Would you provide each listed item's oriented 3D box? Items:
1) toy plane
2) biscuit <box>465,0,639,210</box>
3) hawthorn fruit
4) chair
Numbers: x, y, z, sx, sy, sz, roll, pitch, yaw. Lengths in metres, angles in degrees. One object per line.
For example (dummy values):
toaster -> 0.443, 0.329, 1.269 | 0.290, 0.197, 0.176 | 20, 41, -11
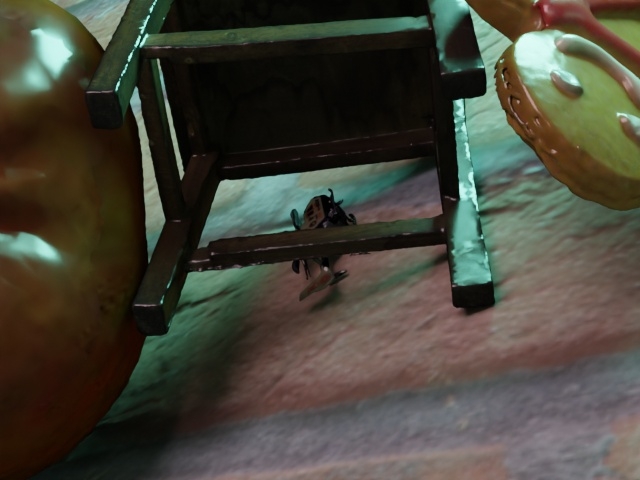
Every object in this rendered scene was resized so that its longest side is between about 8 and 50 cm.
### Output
toy plane -> 0.000, 0.000, 1.113 | 0.049, 0.031, 0.121 | -33, 28, 14
biscuit -> 0.177, -0.136, 0.961 | 0.047, 0.216, 0.340 | -49, 10, 34
hawthorn fruit -> -0.351, 0.015, 1.078 | 0.471, 0.472, 0.472 | -24, 32, 17
chair -> -0.011, -0.141, 1.101 | 0.240, 0.203, 0.416 | -6, 35, 5
